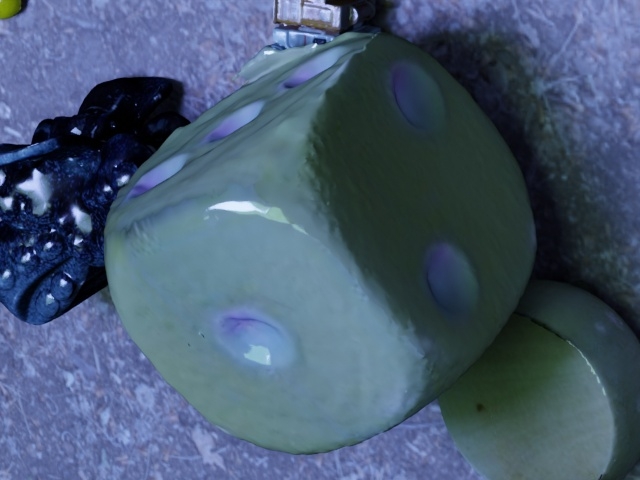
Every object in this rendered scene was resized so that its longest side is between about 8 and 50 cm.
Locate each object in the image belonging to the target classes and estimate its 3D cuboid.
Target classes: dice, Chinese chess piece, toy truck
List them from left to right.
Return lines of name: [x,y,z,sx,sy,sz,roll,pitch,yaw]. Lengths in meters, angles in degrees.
dice: [0.000,0.000,1.564,0.252,0.250,0.254,-23,115,40]
toy truck: [0.016,-0.206,1.644,0.115,0.080,0.178,14,113,27]
Chinese chess piece: [0.184,0.124,1.617,0.188,0.083,0.188,18,120,34]

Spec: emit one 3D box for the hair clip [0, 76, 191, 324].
hair clip: [-0.196,-0.029,1.823,0.310,0.194,0.206,-2,111,40]

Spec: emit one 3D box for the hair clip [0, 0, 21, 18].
hair clip: [-0.349,-0.294,1.947,0.072,0.046,0.173,-37,82,46]
